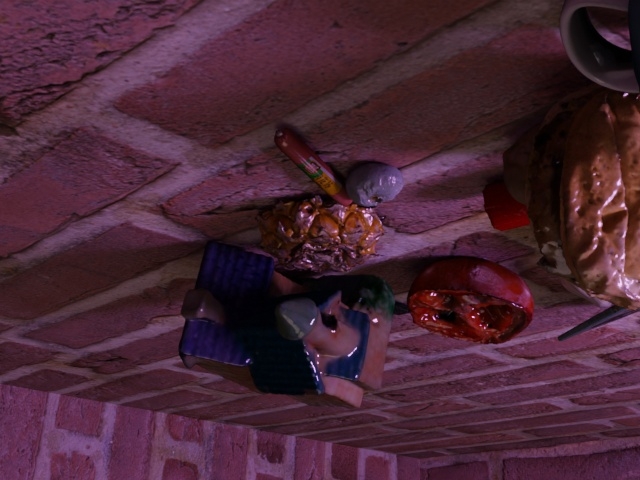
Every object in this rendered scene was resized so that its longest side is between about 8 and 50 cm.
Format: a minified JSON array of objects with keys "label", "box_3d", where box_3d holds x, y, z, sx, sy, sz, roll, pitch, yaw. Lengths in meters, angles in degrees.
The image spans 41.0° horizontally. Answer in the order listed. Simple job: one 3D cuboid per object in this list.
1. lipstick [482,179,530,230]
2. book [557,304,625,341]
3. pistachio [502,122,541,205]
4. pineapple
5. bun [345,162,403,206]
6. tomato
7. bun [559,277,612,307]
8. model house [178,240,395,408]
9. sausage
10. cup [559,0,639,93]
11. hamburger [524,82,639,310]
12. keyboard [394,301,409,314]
[{"label":"lipstick","box_3d":[0.347,-0.074,1.107,0.279,0.073,0.073,-16,152,37]},{"label":"book","box_3d":[0.562,0.105,1.495,0.214,0.025,0.283,-18,165,-17]},{"label":"pistachio","box_3d":[0.294,-0.080,1.032,0.149,0.113,0.113,25,156,0]},{"label":"pineapple","box_3d":[0.000,0.000,1.315,0.224,0.076,0.225,3,159,1]},{"label":"bun","box_3d":[0.073,-0.073,1.162,0.083,0.045,0.083,-3,160,-1]},{"label":"tomato","box_3d":[0.264,0.095,1.503,0.227,0.101,0.228,8,153,4]},{"label":"bun","box_3d":[0.464,0.066,1.419,0.138,0.094,0.138,1,162,0]},{"label":"model house","box_3d":[-0.076,0.129,1.418,0.312,0.245,0.280,-5,152,40]},{"label":"sausage","box_3d":[-0.005,-0.094,1.137,0.029,0.029,0.223,-9,156,24]},{"label":"cup","box_3d":[0.347,-0.164,0.720,0.289,0.219,0.257,18,169,34]},{"label":"hamburger","box_3d":[0.362,-0.053,0.917,0.283,0.260,0.144,12,-175,-9]},{"label":"keyboard","box_3d":[0.102,0.121,1.692,0.198,0.010,0.063,18,155,-35]}]
